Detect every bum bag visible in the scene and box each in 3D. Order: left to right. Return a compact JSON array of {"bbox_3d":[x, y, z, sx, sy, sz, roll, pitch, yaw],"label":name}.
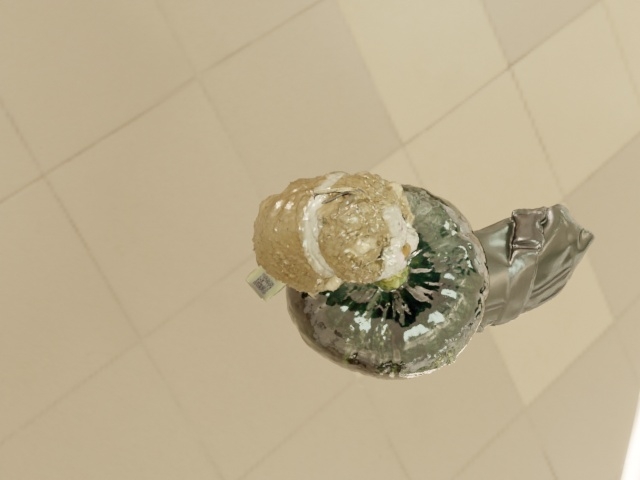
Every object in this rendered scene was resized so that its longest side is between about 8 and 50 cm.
[{"bbox_3d":[0.199,0.042,1.323,0.326,0.080,0.142,-21,113,-18],"label":"bum bag"}]

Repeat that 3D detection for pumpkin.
[{"bbox_3d":[0.068,0.041,1.115,0.211,0.211,0.152,-60,157,-16],"label":"pumpkin"}]

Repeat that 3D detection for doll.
[{"bbox_3d":[0.000,-0.005,0.999,0.115,0.221,0.105,37,65,-19],"label":"doll"}]
